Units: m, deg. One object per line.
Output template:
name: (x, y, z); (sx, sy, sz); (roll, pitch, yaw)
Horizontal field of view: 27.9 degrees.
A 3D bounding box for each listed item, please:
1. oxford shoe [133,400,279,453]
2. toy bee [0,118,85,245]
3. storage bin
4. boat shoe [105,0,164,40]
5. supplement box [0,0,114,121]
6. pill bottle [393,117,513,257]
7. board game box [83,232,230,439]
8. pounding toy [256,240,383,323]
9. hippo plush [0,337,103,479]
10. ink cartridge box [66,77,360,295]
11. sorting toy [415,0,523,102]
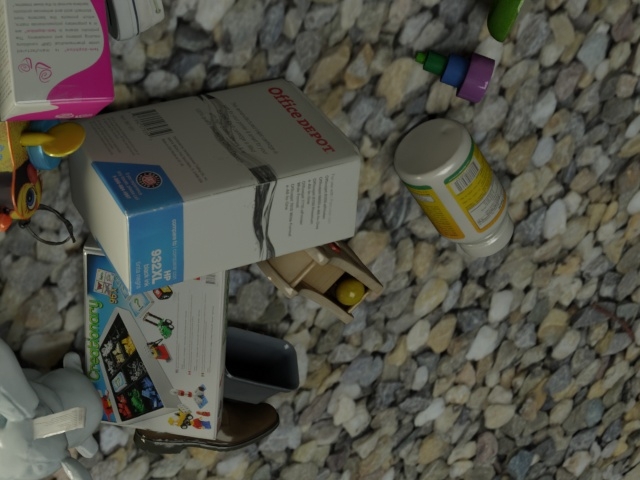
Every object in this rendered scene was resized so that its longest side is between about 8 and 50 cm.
oxford shoe: (-0.164, 0.264, 1.945); (0.227, 0.083, 0.096); (-2, 119, -26)
toy bee: (-0.362, -0.090, 1.527); (0.195, 0.162, 0.298); (-20, 117, 22)
storage bin: (-0.114, 0.189, 1.918); (0.135, 0.098, 0.091); (18, 141, -34)
boat shoe: (-0.230, -0.342, 1.502); (0.076, 0.083, 0.226); (-27, 142, -22)
supplement box: (-0.304, -0.250, 1.429); (0.111, 0.114, 0.220); (-4, 85, -23)
pill bottle: (0.200, -0.070, 1.862); (0.118, 0.117, 0.208); (-38, 130, 3)
board game box: (-0.229, 0.136, 1.788); (0.193, 0.053, 0.305); (8, 123, 3)
pounding toy: (0.000, 0.000, 1.791); (0.155, 0.154, 0.269); (-46, 130, 9)
hippo plush: (-0.392, 0.210, 1.706); (0.294, 0.236, 0.234); (-7, 100, 17)
ink cartridge box: (-0.135, -0.076, 1.611); (0.308, 0.223, 0.129); (-15, 129, -23)
sorting toy: (0.217, -0.362, 1.700); (0.126, 0.127, 0.365); (20, 119, -3)
